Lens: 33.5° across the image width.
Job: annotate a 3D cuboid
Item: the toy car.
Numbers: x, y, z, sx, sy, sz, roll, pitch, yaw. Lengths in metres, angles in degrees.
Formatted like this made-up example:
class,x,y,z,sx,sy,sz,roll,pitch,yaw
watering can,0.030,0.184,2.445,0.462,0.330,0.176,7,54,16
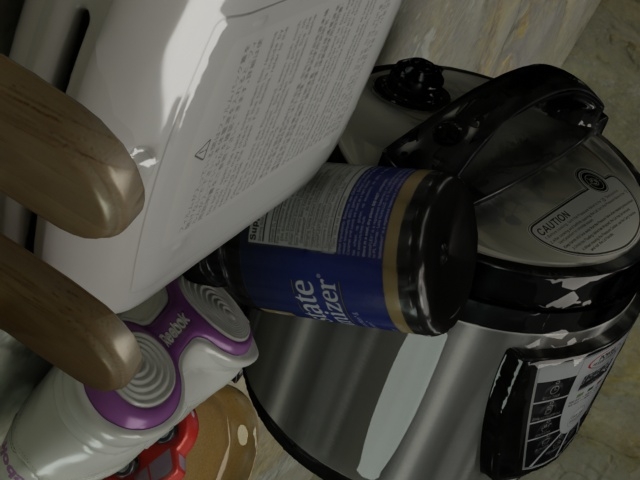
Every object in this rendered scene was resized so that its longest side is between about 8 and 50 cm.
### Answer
class,x,y,z,sx,sy,sz,roll,pitch,yaw
toy car,-0.211,0.255,0.924,0.239,0.053,0.225,-34,168,-42

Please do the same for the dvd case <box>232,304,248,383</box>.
class,x,y,z,sx,sy,sz,roll,pitch,yaw
dvd case,-0.045,0.060,1.336,0.221,0.018,0.164,-51,165,-30

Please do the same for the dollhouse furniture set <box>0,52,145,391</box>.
class,x,y,z,sx,sy,sz,roll,pitch,yaw
dollhouse furniture set,-0.192,0.178,0.418,0.362,0.256,0.394,-52,167,-31

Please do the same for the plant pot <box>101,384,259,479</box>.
class,x,y,z,sx,sy,sz,roll,pitch,yaw
plant pot,-0.161,0.248,1.106,0.236,0.032,0.236,-28,130,-38

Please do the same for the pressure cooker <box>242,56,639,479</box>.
class,x,y,z,sx,sy,sz,roll,pitch,yaw
pressure cooker,0.124,0.017,1.075,0.370,0.375,0.420,-93,-162,-52

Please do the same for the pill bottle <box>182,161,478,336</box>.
class,x,y,z,sx,sy,sz,roll,pitch,yaw
pill bottle,0.000,0.000,0.818,0.123,0.219,0.123,-20,113,-60

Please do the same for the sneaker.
class,x,y,z,sx,sy,sz,roll,pitch,yaw
sneaker,-0.153,0.106,0.853,0.152,0.114,0.305,-40,177,20

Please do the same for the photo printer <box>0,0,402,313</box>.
class,x,y,z,sx,sy,sz,roll,pitch,yaw
photo printer,-0.061,-0.105,0.610,0.307,0.107,0.256,-41,159,-55
